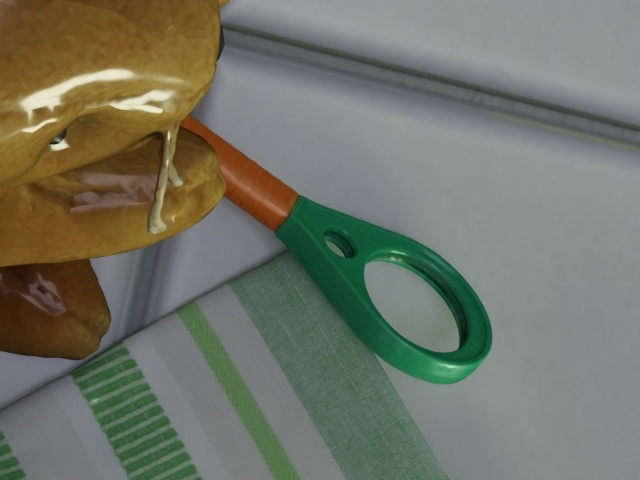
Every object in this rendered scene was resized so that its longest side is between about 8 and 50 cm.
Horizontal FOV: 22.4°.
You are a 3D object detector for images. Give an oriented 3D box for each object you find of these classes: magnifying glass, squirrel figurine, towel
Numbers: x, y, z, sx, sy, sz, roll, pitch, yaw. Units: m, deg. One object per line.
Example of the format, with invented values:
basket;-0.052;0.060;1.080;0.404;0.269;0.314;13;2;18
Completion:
magnifying glass;0.000;0.000;0.913;0.231;0.092;0.026;37;126;-7
squirrel figurine;-0.222;-0.092;0.687;0.397;0.370;0.281;13;91;-15
towel;-0.088;0.171;0.855;0.325;0.038;0.248;-29;68;-11
